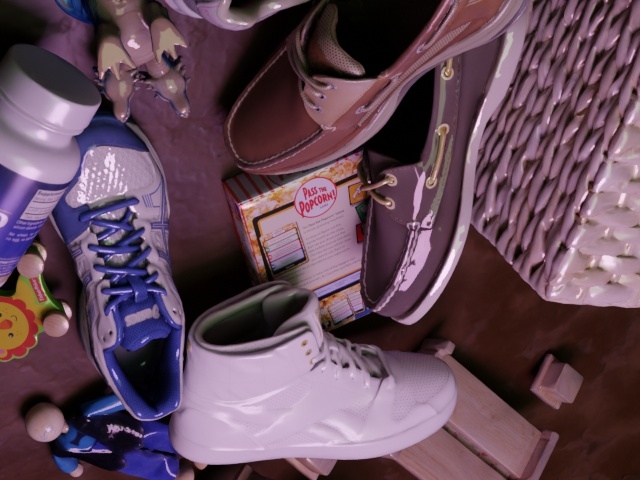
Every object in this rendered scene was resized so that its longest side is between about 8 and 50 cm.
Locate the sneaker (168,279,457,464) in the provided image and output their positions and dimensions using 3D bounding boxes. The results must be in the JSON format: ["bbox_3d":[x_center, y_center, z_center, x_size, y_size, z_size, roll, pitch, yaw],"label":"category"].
[{"bbox_3d":[0.009,0.117,1.576,0.292,0.108,0.169,-7,133,-21],"label":"sneaker"}]

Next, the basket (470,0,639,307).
[{"bbox_3d":[0.311,-0.132,1.527,0.331,0.266,0.328,5,120,-30],"label":"basket"}]

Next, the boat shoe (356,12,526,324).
[{"bbox_3d":[0.085,-0.079,1.485,0.097,0.116,0.324,5,112,-31],"label":"boat shoe"}]

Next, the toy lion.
[{"bbox_3d":[-0.275,0.058,1.482,0.096,0.034,0.100,-16,115,5],"label":"toy lion"}]

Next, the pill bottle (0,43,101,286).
[{"bbox_3d":[-0.260,-0.060,1.350,0.112,0.112,0.186,19,115,-37],"label":"pill bottle"}]

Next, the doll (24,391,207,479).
[{"bbox_3d":[-0.198,0.189,1.615,0.189,0.046,0.129,19,121,-31],"label":"doll"}]

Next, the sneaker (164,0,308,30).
[{"bbox_3d":[-0.012,-0.254,1.358,0.252,0.111,0.103,-43,132,4],"label":"sneaker"}]

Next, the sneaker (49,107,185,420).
[{"bbox_3d":[-0.163,0.025,1.463,0.112,0.131,0.296,-20,128,-13],"label":"sneaker"}]

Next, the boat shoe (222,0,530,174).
[{"bbox_3d":[0.024,-0.161,1.383,0.324,0.123,0.116,-39,163,32],"label":"boat shoe"}]

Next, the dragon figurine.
[{"bbox_3d":[-0.171,-0.211,1.317,0.085,0.144,0.289,-24,112,-10],"label":"dragon figurine"}]

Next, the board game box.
[{"bbox_3d":[0.000,0.000,1.592,0.147,0.045,0.193,-23,131,-12],"label":"board game box"}]

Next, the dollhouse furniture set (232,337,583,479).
[{"bbox_3d":[0.065,0.207,1.783,0.303,0.174,0.355,42,67,-29],"label":"dollhouse furniture set"}]
